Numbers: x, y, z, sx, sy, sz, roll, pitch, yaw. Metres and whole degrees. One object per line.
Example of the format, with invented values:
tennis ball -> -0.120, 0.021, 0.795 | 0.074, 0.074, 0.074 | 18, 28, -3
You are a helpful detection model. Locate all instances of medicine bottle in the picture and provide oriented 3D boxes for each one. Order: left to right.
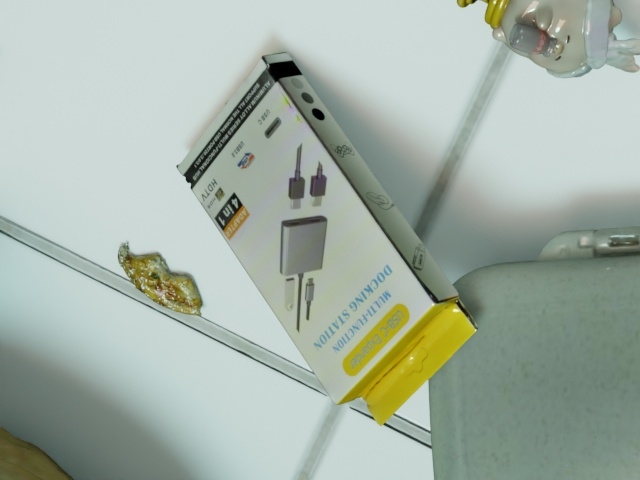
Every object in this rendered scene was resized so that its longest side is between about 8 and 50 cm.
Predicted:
medicine bottle -> 0.259, 0.129, 1.232 | 0.375, 0.123, 0.282 | -4, 89, 23

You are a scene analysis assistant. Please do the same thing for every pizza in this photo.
pizza -> -0.125, 0.032, 1.434 | 0.083, 0.016, 0.037 | 38, 120, -2

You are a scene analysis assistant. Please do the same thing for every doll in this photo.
doll -> 0.149, -0.139, 1.174 | 0.127, 0.084, 0.073 | 29, 128, 11

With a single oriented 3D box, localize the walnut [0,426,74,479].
walnut -> -0.276, 0.324, 1.478 | 0.383, 0.383, 0.384 | 10, 124, 15

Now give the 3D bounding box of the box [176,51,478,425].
box -> 0.000, 0.000, 1.285 | 0.247, 0.033, 0.129 | 55, 128, 19
